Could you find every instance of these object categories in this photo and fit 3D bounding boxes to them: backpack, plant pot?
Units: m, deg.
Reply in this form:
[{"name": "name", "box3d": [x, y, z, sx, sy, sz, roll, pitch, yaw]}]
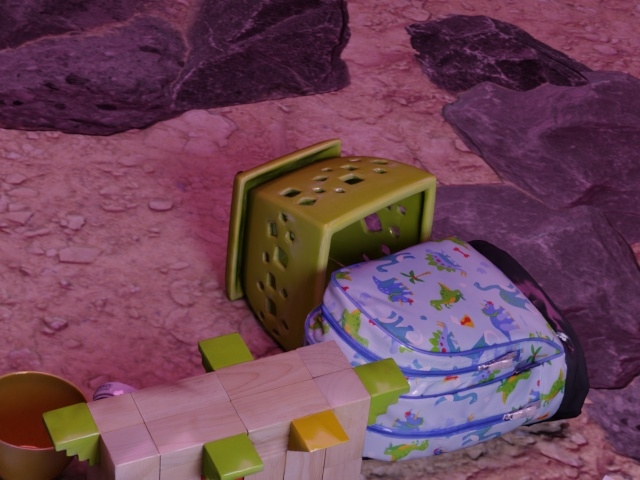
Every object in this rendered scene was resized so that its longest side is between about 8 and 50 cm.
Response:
[{"name": "backpack", "box3d": [0.131, 0.136, 2.187, 0.355, 0.273, 0.290, -22, 53, -23]}, {"name": "plant pot", "box3d": [-0.335, 0.229, 2.006, 0.134, 0.095, 0.134, 9, 35, -6]}, {"name": "plant pot", "box3d": [0.000, 0.000, 2.334, 0.207, 0.228, 0.227, 31, 39, 34]}]

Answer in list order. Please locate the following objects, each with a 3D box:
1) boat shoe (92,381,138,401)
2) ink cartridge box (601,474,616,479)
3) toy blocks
[{"name": "boat shoe", "box3d": [-0.170, 0.247, 2.005, 0.228, 0.080, 0.076, 37, 47, -24]}, {"name": "ink cartridge box", "box3d": [0.378, 0.330, 2.150, 0.083, 0.028, 0.048, 26, 37, 18]}, {"name": "toy blocks", "box3d": [-0.105, 0.266, 1.909, 0.381, 0.261, 0.191, -13, 44, -21]}]
